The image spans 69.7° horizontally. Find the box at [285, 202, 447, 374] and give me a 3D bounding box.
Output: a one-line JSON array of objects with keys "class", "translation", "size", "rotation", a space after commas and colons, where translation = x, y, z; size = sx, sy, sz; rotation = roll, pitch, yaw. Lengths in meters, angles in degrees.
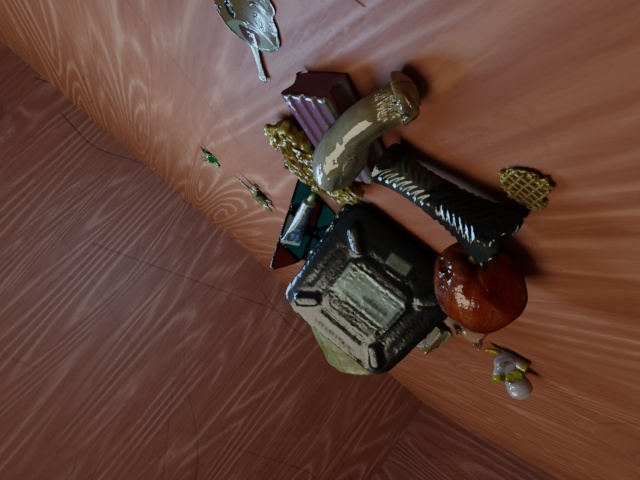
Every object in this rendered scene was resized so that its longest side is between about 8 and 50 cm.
[{"class": "box", "translation": [0.119, 0.124, 1.136], "size": [0.359, 0.350, 0.091], "rotation": [38, -153, 5]}]

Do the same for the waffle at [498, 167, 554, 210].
[{"class": "waffle", "translation": [0.290, -0.071, 0.648], "size": [0.078, 0.016, 0.085], "rotation": [33, 165, 39]}]

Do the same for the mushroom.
[{"class": "mushroom", "translation": [0.061, -0.159, 0.683], "size": [0.092, 0.081, 0.223], "rotation": [26, 142, -14]}]

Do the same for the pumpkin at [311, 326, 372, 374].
[{"class": "pumpkin", "translation": [0.111, 0.213, 1.382], "size": [0.332, 0.332, 0.199], "rotation": [23, 154, 48]}]

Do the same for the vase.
[{"class": "vase", "translation": [0.198, -0.065, 0.742], "size": [0.237, 0.115, 0.115], "rotation": [38, 167, 21]}]

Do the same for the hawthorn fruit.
[{"class": "hawthorn fruit", "translation": [0.290, 0.074, 0.839], "size": [0.173, 0.173, 0.179], "rotation": [13, 130, 61]}]

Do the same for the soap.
[{"class": "soap", "translation": [0.031, -0.195, 0.807], "size": [0.122, 0.065, 0.203], "rotation": [24, 160, 44]}]

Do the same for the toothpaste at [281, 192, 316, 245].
[{"class": "toothpaste", "translation": [-0.052, -0.052, 1.217], "size": [0.057, 0.035, 0.197], "rotation": [10, 136, -18]}]

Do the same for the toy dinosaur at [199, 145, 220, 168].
[{"class": "toy dinosaur", "translation": [-0.403, -0.306, 1.665], "size": [0.060, 0.029, 0.119], "rotation": [17, 154, 17]}]

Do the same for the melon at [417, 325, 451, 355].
[{"class": "melon", "translation": [0.359, 0.315, 1.553], "size": [0.139, 0.093, 0.202], "rotation": [41, 164, 23]}]

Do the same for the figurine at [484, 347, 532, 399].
[{"class": "figurine", "translation": [0.546, 0.378, 1.307], "size": [0.178, 0.109, 0.129], "rotation": [47, -170, -31]}]

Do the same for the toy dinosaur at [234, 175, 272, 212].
[{"class": "toy dinosaur", "translation": [-0.235, -0.165, 1.644], "size": [0.162, 0.039, 0.126], "rotation": [38, 168, 10]}]

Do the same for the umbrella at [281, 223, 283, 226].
[{"class": "umbrella", "translation": [-0.080, -0.025, 1.720], "size": [0.165, 0.025, 0.027], "rotation": [30, 149, 21]}]

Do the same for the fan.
[{"class": "fan", "translation": [-0.120, -0.356, 0.799], "size": [0.152, 0.008, 0.226], "rotation": [33, 164, 19]}]

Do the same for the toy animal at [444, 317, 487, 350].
[{"class": "toy animal", "translation": [0.379, 0.211, 1.194], "size": [0.089, 0.083, 0.150], "rotation": [34, -175, -44]}]

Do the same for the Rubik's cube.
[{"class": "Rubik's cube", "translation": [0.000, 0.000, 1.336], "size": [0.234, 0.250, 0.284], "rotation": [19, 161, -2]}]

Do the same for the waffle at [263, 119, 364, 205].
[{"class": "waffle", "translation": [-0.025, -0.170, 1.035], "size": [0.291, 0.051, 0.291], "rotation": [40, 173, 6]}]
